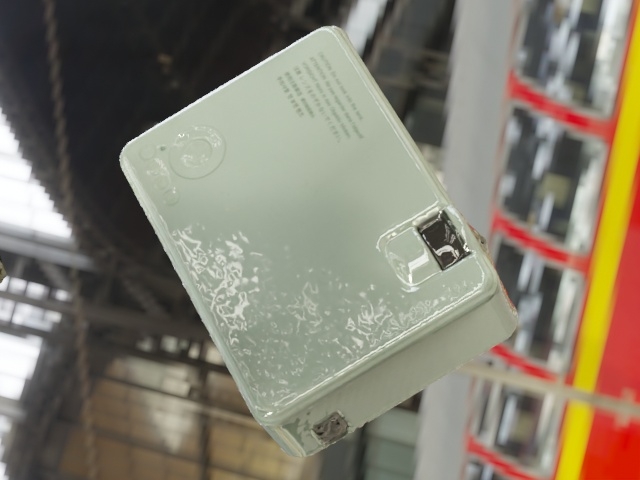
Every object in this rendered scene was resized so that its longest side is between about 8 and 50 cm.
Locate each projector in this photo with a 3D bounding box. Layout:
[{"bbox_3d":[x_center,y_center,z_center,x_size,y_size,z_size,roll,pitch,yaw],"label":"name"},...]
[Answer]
[{"bbox_3d":[0.000,0.000,1.339,0.192,0.257,0.099,-32,-31,2],"label":"projector"}]

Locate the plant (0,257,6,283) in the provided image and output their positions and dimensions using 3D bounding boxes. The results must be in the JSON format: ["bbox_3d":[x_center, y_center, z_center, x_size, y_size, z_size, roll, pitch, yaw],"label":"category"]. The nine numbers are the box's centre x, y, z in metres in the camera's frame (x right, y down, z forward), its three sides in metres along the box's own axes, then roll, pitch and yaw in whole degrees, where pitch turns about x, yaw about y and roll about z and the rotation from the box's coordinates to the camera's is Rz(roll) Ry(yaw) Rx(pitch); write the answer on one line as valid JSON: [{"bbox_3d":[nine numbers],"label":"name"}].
[{"bbox_3d":[-0.263,-0.012,0.859,0.164,0.256,0.142,100,-165,-60],"label":"plant"}]
